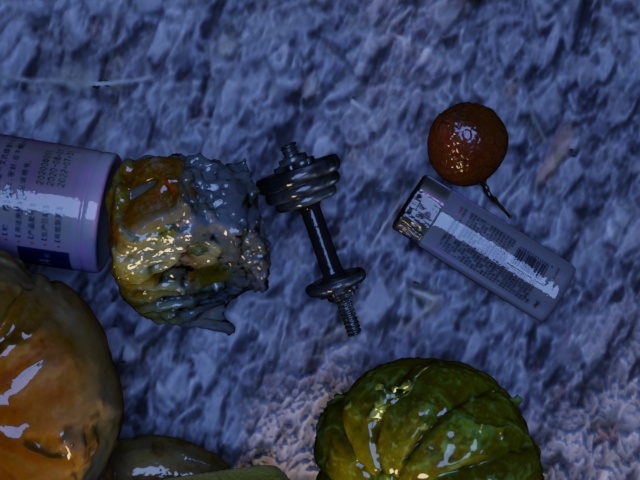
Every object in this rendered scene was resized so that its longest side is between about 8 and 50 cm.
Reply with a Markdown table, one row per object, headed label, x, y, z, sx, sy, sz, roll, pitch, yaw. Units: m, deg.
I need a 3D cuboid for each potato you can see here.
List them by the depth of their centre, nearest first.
| label | x | y | z | sx | sy | sz | roll | pitch | yaw |
| --- | --- | --- | --- | --- | --- | --- | --- | --- | --- |
| potato | -0.187 | 0.299 | 1.338 | 0.171 | 0.080 | 0.107 | 11 | 80 | -10 |

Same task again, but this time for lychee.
| label | x | y | z | sx | sy | sz | roll | pitch | yaw |
| --- | --- | --- | --- | --- | --- | --- | --- | --- | --- |
| lychee | 0.185 | -0.110 | 1.351 | 0.101 | 0.140 | 0.114 | -5 | 51 | 2 |

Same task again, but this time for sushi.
| label | x | y | z | sx | sy | sz | roll | pitch | yaw |
| --- | --- | --- | --- | --- | --- | --- | --- | --- | --- |
| sushi | -0.156 | 0.005 | 1.286 | 0.184 | 0.274 | 0.139 | -8 | 63 | -6 |

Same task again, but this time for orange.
| label | x | y | z | sx | sy | sz | roll | pitch | yaw |
| --- | --- | --- | --- | --- | --- | --- | --- | --- | --- |
| orange | 0.139 | 0.282 | 1.258 | 0.300 | 0.223 | 0.301 | -46 | 65 | 39 |

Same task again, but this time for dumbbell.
| label | x | y | z | sx | sy | sz | roll | pitch | yaw |
| --- | --- | --- | --- | --- | --- | --- | --- | --- | --- |
| dumbbell | 0.000 | 0.000 | 1.343 | 0.110 | 0.110 | 0.254 | -19 | 97 | -2 |

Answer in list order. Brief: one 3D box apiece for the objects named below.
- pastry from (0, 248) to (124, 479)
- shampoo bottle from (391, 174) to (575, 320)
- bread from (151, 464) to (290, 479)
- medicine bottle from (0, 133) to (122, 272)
| label | x | y | z | sx | sy | sz | roll | pitch | yaw |
| --- | --- | --- | --- | --- | --- | --- | --- | --- | --- |
| pastry | -0.428 | 0.182 | 1.244 | 0.410 | 0.245 | 0.409 | -1 | 100 | -4 |
| shampoo bottle | 0.207 | 0.009 | 1.366 | 0.227 | 0.056 | 0.086 | 31 | 90 | -1 |
| bread | -0.140 | 0.376 | 1.228 | 0.264 | 0.168 | 0.163 | -1 | 113 | -31 |
| medicine bottle | -0.380 | -0.052 | 1.301 | 0.254 | 0.152 | 0.152 | 9 | 89 | -1 |
